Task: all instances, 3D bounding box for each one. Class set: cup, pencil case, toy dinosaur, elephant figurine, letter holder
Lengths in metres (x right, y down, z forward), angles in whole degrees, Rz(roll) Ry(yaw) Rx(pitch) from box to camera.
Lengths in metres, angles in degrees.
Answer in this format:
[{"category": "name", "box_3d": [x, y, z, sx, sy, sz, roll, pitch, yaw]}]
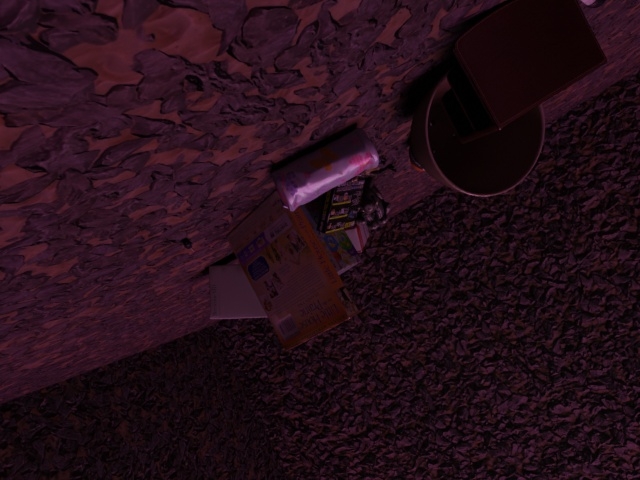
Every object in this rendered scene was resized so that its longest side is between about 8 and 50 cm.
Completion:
[{"category": "cup", "box_3d": [0.369, -0.284, 1.185, 0.331, 0.331, 0.237, -28, -167, -11]}, {"category": "pencil case", "box_3d": [0.012, -0.179, 1.137, 0.273, 0.113, 0.124, -28, 163, -7]}, {"category": "toy dinosaur", "box_3d": [0.184, -0.243, 1.522, 0.118, 0.064, 0.268, -15, -178, 33]}, {"category": "elephant figurine", "box_3d": [0.180, -0.162, 1.737, 0.169, 0.186, 0.239, -62, 149, -14]}, {"category": "letter holder", "box_3d": [0.416, -0.391, 0.985, 0.302, 0.214, 0.152, -32, -173, -9]}]

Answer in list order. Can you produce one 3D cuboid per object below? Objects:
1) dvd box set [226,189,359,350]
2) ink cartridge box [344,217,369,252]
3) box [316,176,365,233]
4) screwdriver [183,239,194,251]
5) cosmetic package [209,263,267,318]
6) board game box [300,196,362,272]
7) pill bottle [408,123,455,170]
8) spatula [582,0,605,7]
[{"category": "dvd box set", "box_3d": [-0.099, 0.094, 1.350, 0.062, 0.420, 0.308, -20, 167, -48]}, {"category": "ink cartridge box", "box_3d": [0.095, -0.024, 1.957, 0.197, 0.114, 0.273, -11, -165, 16]}, {"category": "box", "box_3d": [0.072, -0.125, 1.534, 0.191, 0.045, 0.184, -16, 126, -53]}, {"category": "screwdriver", "box_3d": [-0.386, 0.024, 1.333, 0.024, 0.025, 0.170, -27, 171, -13]}, {"category": "cosmetic package", "box_3d": [-0.231, 0.195, 1.761, 0.385, 0.217, 0.156, -5, 174, 5]}, {"category": "board game box", "box_3d": [0.000, 0.000, 1.613, 0.144, 0.275, 0.142, -36, 170, 37]}, {"category": "pill bottle", "box_3d": [0.372, -0.313, 1.487, 0.130, 0.130, 0.245, -28, 171, -10]}, {"category": "spatula", "box_3d": [0.658, -0.594, 1.103, 0.296, 0.030, 0.084, -22, 170, -44]}]
